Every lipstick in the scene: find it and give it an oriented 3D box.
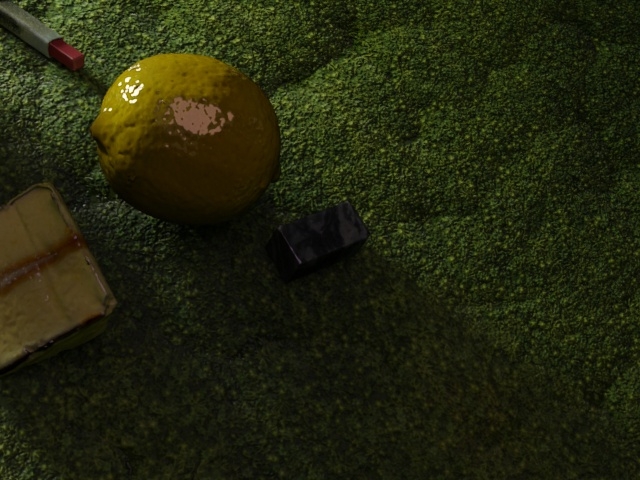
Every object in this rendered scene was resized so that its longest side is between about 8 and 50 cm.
[{"bbox_3d":[-0.592,-0.430,2.157,0.312,0.051,0.051,35,54,-1],"label":"lipstick"}]

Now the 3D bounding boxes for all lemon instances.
[{"bbox_3d":[-0.238,-0.183,2.011,0.336,0.336,0.336,10,59,-17],"label":"lemon"}]

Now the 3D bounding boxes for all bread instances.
[{"bbox_3d":[-0.494,0.065,1.839,0.236,0.198,0.263,-23,74,-24],"label":"bread"}]

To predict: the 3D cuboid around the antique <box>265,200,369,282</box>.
[{"bbox_3d":[0.000,0.000,2.129,0.183,0.086,0.088,-21,72,-30],"label":"antique"}]
